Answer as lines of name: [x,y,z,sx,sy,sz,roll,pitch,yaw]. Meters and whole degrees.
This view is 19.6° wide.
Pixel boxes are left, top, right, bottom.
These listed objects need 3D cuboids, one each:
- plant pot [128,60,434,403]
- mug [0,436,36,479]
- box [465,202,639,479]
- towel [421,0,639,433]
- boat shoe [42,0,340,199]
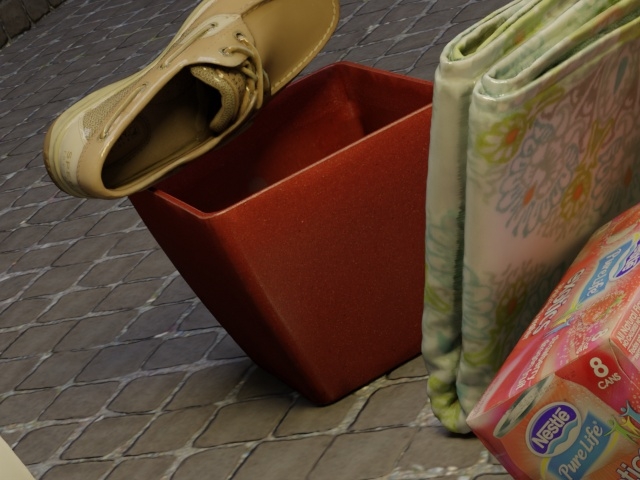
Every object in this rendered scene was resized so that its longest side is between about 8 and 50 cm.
plant pot: [0.000,0.000,1.779,0.267,0.235,0.267,-27,20,-17]
mug: [-0.356,0.301,1.386,0.374,0.276,0.328,31,58,29]
box: [0.255,0.078,1.386,0.154,0.142,0.300,-36,7,40]
towel: [0.205,-0.058,1.552,0.090,0.374,0.320,30,48,33]
boat shoe: [-0.098,-0.143,1.747,0.341,0.121,0.110,-40,30,-19]
